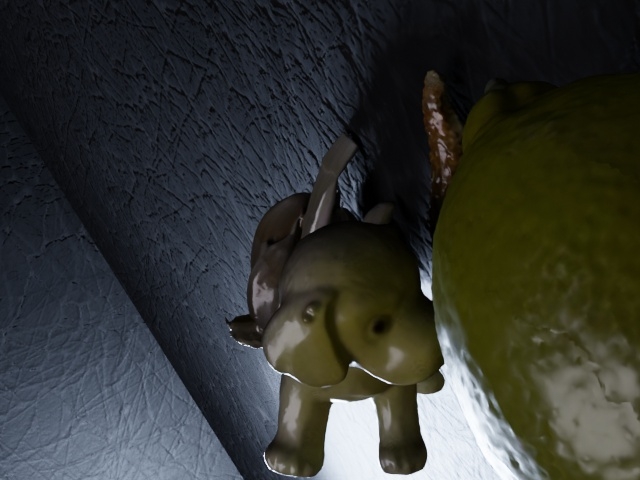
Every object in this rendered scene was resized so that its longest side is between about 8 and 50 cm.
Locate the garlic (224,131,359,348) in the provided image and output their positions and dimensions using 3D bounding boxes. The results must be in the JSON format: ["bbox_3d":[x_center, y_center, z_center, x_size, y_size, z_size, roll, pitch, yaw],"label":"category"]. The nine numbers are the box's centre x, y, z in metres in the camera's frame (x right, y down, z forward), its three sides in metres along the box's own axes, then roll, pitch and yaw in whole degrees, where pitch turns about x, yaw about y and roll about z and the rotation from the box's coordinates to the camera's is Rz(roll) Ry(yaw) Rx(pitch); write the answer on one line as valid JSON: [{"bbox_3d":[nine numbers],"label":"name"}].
[{"bbox_3d":[0.000,0.000,0.896,0.131,0.127,0.194,24,119,32],"label":"garlic"}]

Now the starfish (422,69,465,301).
[{"bbox_3d":[0.126,0.044,0.679,0.299,0.060,0.302,39,154,53],"label":"starfish"}]

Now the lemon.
[{"bbox_3d":[0.133,0.030,0.430,0.248,0.184,0.184,47,160,30],"label":"lemon"}]

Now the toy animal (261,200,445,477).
[{"bbox_3d":[0.029,0.064,0.735,0.233,0.121,0.168,-44,-44,-81],"label":"toy animal"}]
